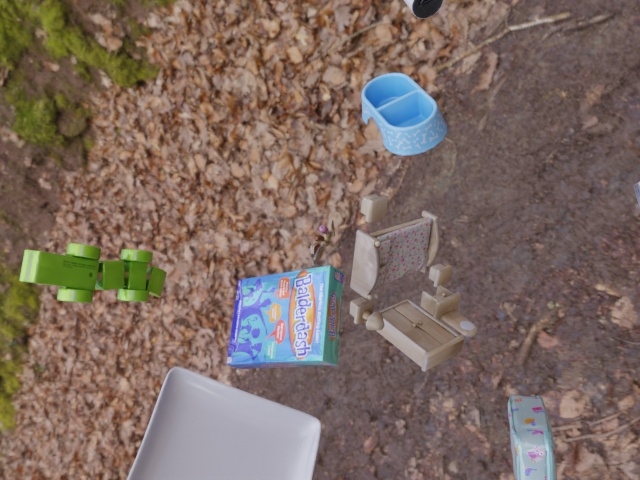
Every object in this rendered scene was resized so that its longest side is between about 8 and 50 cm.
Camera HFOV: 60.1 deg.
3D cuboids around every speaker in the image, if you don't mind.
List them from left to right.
[{"bbox_3d":[0.151,-0.426,0.912,0.055,0.055,0.136,-48,47,32],"label":"speaker"}]

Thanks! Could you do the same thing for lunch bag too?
[{"bbox_3d":[0.588,0.577,1.541,0.107,0.279,0.224,-6,102,17],"label":"lunch bag"}]

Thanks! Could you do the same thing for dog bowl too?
[{"bbox_3d":[0.206,-0.336,1.427,0.165,0.074,0.297,-26,46,-2],"label":"dog bowl"}]

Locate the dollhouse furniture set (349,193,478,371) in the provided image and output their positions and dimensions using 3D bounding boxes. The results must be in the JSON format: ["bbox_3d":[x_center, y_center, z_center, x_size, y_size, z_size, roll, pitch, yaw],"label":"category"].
[{"bbox_3d":[0.235,0.067,1.158,0.173,0.303,0.356,36,132,43],"label":"dollhouse furniture set"}]

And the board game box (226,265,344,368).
[{"bbox_3d":[-0.063,0.136,0.954,0.210,0.047,0.160,-11,63,33],"label":"board game box"}]

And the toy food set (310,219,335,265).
[{"bbox_3d":[0.000,0.000,1.456,0.019,0.122,0.078,15,135,25],"label":"toy food set"}]

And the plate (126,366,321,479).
[{"bbox_3d":[-0.148,0.363,0.845,0.045,0.277,0.277,-53,18,45],"label":"plate"}]

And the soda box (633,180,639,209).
[{"bbox_3d":[0.791,-0.037,1.235,0.092,0.083,0.263,127,156,-52],"label":"soda box"}]

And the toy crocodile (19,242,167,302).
[{"bbox_3d":[-0.458,0.071,1.155,0.105,0.340,0.115,0,84,34],"label":"toy crocodile"}]
